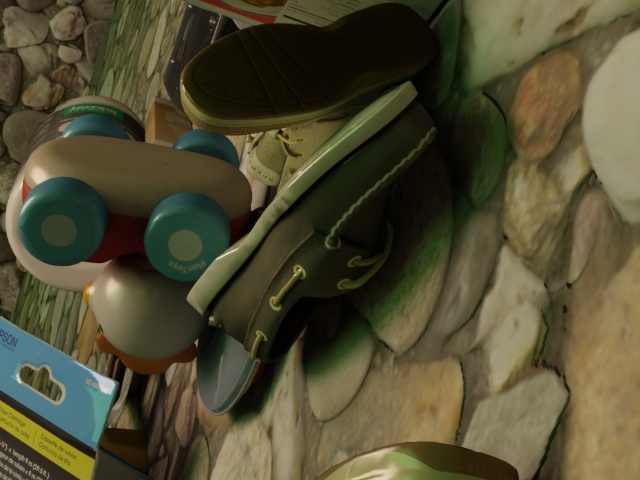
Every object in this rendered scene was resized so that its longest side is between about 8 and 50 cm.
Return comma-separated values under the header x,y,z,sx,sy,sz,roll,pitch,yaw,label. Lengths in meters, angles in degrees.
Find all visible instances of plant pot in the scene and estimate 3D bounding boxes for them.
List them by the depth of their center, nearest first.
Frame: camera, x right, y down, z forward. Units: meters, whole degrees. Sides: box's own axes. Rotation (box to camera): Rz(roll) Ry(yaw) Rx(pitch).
x,y,z,sx,sy,sz,roll,pitch,yaw,label
-0.261,0.275,1.289,0.081,0.083,0.081,-116,45,-60,plant pot

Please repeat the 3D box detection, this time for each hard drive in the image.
x,y,z,sx,sy,sz,roll,pitch,yaw,label
-0.153,-0.260,1.442,0.255,0.054,0.172,-131,59,-67,hard drive

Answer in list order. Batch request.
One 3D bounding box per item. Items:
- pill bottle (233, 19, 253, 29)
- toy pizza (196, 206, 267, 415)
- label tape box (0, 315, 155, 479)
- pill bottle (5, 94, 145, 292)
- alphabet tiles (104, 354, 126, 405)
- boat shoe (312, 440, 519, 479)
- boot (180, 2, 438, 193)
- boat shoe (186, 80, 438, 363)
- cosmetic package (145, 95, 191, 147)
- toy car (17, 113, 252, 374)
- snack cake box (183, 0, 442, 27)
x,y,z,sx,sy,sz,roll,pitch,yaw,label
-0.053,-0.305,1.108,0.222,0.124,0.124,-94,28,-46,pill bottle
-0.071,0.067,1.016,0.201,0.032,0.201,-166,90,-70,toy pizza
-0.298,0.286,1.184,0.249,0.115,0.348,18,93,42,label tape box
-0.339,-0.085,1.571,0.361,0.204,0.204,-112,42,-66,pill bottle
-0.253,0.123,1.383,0.237,0.009,0.198,-129,51,-85,alphabet tiles
0.003,0.201,0.618,0.302,0.109,0.098,-38,40,50,boat shoe
-0.027,-0.090,0.800,0.077,0.213,0.165,58,144,14,boot
0.003,-0.002,0.787,0.109,0.091,0.305,-40,-3,-41,boat shoe
-0.216,-0.153,1.523,0.115,0.060,0.041,-103,35,-50,cosmetic package
-0.181,0.030,1.025,0.219,0.210,0.238,-96,14,-66,toy car
-0.031,-0.239,0.794,0.152,0.264,0.089,134,147,-52,snack cake box
